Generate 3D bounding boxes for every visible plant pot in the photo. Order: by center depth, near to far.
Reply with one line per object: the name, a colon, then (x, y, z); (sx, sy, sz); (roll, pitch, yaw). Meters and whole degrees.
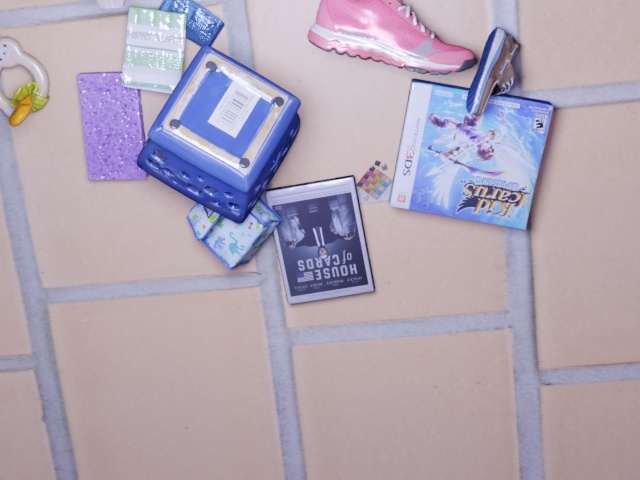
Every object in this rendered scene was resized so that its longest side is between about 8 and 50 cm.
plant pot: (-0.175, -0.198, 1.811); (0.236, 0.212, 0.236); (30, 74, -3)

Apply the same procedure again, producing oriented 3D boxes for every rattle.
rattle: (-0.606, -0.321, 1.894); (0.130, 0.143, 0.200); (-9, 112, 26)

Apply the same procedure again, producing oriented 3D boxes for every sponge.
sponge: (-0.403, -0.223, 1.958); (0.117, 0.031, 0.210); (-2, 106, 4)

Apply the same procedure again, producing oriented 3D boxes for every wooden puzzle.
wooden puzzle: (0.105, -0.114, 1.964); (0.049, 0.006, 0.083); (37, 105, -6)

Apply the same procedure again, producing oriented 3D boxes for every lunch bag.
lunch bag: (-0.177, -0.041, 1.961); (0.151, 0.096, 0.129); (45, 113, 12)

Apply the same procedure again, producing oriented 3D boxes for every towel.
towel: (-0.311, -0.358, 1.890); (0.113, 0.023, 0.152); (8, 104, -2)
towel: (-0.246, -0.416, 1.893); (0.119, 0.029, 0.067); (32, 106, -5)

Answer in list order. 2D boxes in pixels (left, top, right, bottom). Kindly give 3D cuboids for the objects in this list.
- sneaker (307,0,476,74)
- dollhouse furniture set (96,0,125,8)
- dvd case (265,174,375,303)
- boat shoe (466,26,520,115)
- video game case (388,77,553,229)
sneaker: (0.138, -0.386, 1.829); (0.313, 0.116, 0.136); (13, 105, 1)
dollhouse furniture set: (-0.242, -0.558, 1.711); (0.303, 0.198, 0.286); (-3, 132, 10)
dvd case: (0.000, 0.000, 1.993); (0.179, 0.029, 0.239); (-9, 104, 7)
boat shoe: (0.320, -0.301, 1.830); (0.066, 0.066, 0.183); (24, 74, -8)
video game case: (0.282, -0.163, 1.910); (0.269, 0.061, 0.244); (10, 107, 1)
